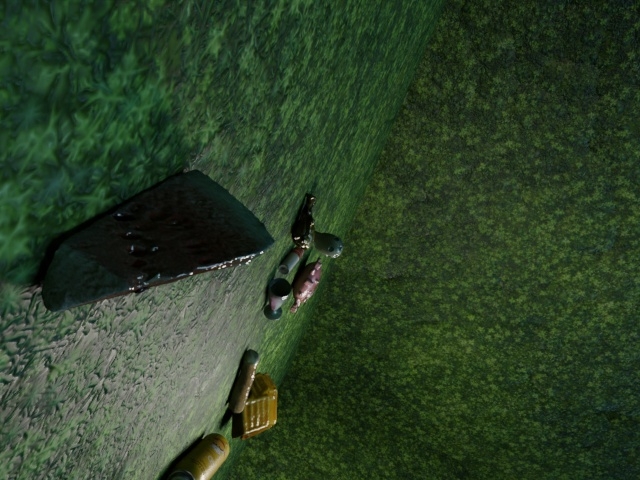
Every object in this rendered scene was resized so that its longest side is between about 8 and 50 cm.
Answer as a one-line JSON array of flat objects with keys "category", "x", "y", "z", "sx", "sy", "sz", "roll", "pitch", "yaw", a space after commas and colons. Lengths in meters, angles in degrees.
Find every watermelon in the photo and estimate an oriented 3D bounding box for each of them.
[{"category": "watermelon", "x": -0.172, "y": 0.012, "z": 0.512, "sx": 0.241, "sy": 0.154, "sz": 0.094, "roll": -27, "pitch": 144, "yaw": -57}]

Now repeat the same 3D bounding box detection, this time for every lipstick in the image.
[{"category": "lipstick", "x": -0.093, "y": 0.063, "z": 1.545, "sx": 0.130, "sy": 0.039, "sz": 0.038, "roll": -53, "pitch": 167, "yaw": -57}]

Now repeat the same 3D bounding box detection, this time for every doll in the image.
[{"category": "doll", "x": -0.060, "y": 0.180, "z": 1.975, "sx": 0.261, "sy": 0.093, "sz": 0.211, "roll": -63, "pitch": 180, "yaw": -32}]

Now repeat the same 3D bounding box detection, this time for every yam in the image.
[{"category": "yam", "x": -0.274, "y": 0.505, "z": 1.706, "sx": 0.066, "sy": 0.066, "sz": 0.299, "roll": -53, "pitch": 166, "yaw": -58}]

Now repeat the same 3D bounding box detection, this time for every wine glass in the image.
[{"category": "wine glass", "x": -0.140, "y": 0.192, "z": 1.527, "sx": 0.073, "sy": 0.074, "sz": 0.155, "roll": -58, "pitch": 170, "yaw": -43}]

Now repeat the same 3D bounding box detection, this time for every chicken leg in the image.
[{"category": "chicken leg", "x": -0.042, "y": -0.052, "z": 1.413, "sx": 0.093, "sy": 0.070, "sz": 0.178, "roll": -92, "pitch": -165, "yaw": -66}]

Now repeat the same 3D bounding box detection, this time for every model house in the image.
[{"category": "model house", "x": -0.286, "y": 0.673, "z": 1.937, "sx": 0.239, "sy": 0.174, "sz": 0.267, "roll": 50, "pitch": 34, "yaw": -69}]

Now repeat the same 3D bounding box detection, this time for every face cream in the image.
[{"category": "face cream", "x": -0.373, "y": 0.685, "z": 1.439, "sx": 0.104, "sy": 0.105, "sz": 0.348, "roll": -64, "pitch": 172, "yaw": -3}]

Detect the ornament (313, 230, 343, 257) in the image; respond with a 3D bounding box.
[{"category": "ornament", "x": 0.000, "y": 0.000, "z": 1.523, "sx": 0.074, "sy": 0.156, "sz": 0.081, "roll": -61, "pitch": 172, "yaw": -18}]
